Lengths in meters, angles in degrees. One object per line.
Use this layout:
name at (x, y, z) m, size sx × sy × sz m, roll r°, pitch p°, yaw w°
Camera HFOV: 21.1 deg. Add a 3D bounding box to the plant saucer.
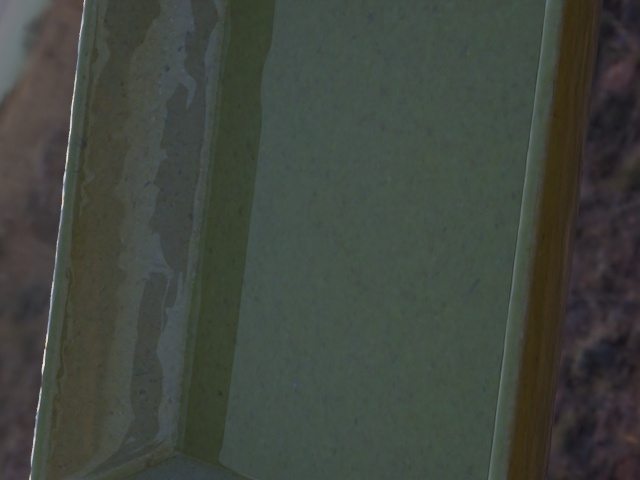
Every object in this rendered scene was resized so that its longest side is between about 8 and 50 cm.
plant saucer at (0.000, 0.000, 0.769) m, size 0.332 × 0.081 × 0.333 m, roll 9°, pitch 93°, yaw 50°
